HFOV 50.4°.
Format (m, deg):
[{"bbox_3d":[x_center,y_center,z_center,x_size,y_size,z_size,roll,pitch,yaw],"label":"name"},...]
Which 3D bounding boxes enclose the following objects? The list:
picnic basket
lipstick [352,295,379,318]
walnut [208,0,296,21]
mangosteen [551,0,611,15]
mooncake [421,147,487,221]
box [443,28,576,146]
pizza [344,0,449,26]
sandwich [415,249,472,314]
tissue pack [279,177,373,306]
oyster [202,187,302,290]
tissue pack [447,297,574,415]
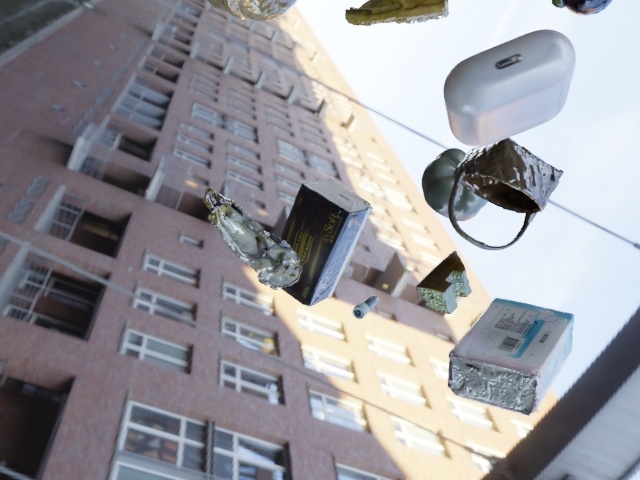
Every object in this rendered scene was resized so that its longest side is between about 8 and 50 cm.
[{"bbox_3d":[0.541,-0.128,2.129,0.337,0.293,0.337,-59,-172,14],"label":"picnic basket"},{"bbox_3d":[0.126,0.170,1.798,0.116,0.037,0.037,-32,160,-54],"label":"lipstick"},{"bbox_3d":[-0.214,-0.882,2.140,0.381,0.381,0.381,-56,-160,34],"label":"walnut"},{"bbox_3d":[0.792,-0.792,2.050,0.216,0.216,0.216,-56,-160,34],"label":"mangosteen"},{"bbox_3d":[0.499,-0.208,2.459,0.135,0.275,0.274,117,-12,-59],"label":"mooncake"},{"bbox_3d":[0.427,-0.339,1.556,0.349,0.289,0.141,33,37,-73],"label":"box"},{"bbox_3d":[0.145,-0.467,1.256,0.204,0.080,0.188,-2,-132,24],"label":"pizza"},{"bbox_3d":[0.449,0.134,2.328,0.128,0.122,0.236,15,-132,44],"label":"sandwich"},{"bbox_3d":[0.000,0.000,2.184,0.198,0.210,0.369,-12,131,-55],"label":"tissue pack"},{"bbox_3d":[-0.178,-0.010,1.769,0.129,0.345,0.078,-36,-162,22],"label":"oyster"},{"bbox_3d":[0.416,0.241,1.466,0.271,0.202,0.124,-33,121,-48],"label":"tissue pack"}]
